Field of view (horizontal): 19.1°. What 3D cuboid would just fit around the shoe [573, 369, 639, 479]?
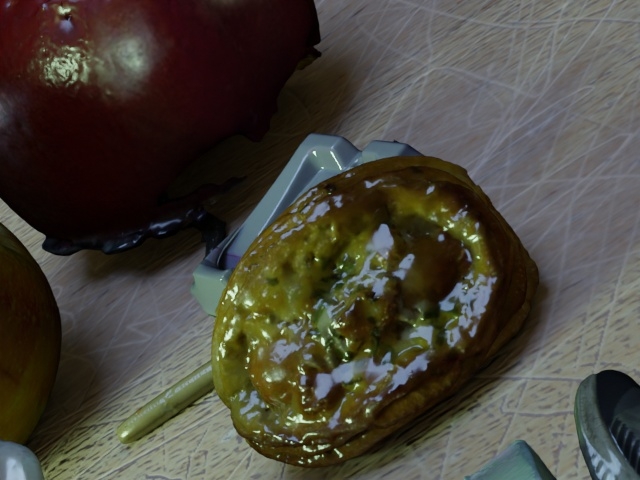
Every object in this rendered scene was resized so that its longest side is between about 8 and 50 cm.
[{"bbox_3d":[0.229,0.152,1.163,0.112,0.099,0.227,-27,34,12],"label":"shoe"}]

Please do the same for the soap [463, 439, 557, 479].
[{"bbox_3d":[0.056,0.240,1.189,0.261,0.094,0.150,-38,-2,4],"label":"soap"}]

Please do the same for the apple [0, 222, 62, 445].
[{"bbox_3d":[-0.440,0.102,1.803,0.374,0.374,0.384,-46,40,-10],"label":"apple"}]

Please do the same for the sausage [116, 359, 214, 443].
[{"bbox_3d":[-0.129,0.142,1.700,0.132,0.024,0.024,-35,28,11],"label":"sausage"}]

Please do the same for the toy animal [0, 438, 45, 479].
[{"bbox_3d":[-0.280,0.341,1.421,0.367,0.196,0.241,-52,28,-16],"label":"toy animal"}]

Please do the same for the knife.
[{"bbox_3d":[-0.137,-0.026,1.959,0.045,0.021,0.222,-45,28,-2],"label":"knife"}]

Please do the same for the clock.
[{"bbox_3d":[0.000,0.000,1.679,0.186,0.083,0.253,-50,28,-18],"label":"clock"}]

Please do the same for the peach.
[{"bbox_3d":[-0.199,-0.174,1.981,0.339,0.353,0.416,-54,-13,-50],"label":"peach"}]

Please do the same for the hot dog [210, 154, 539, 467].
[{"bbox_3d":[0.032,0.057,1.485,0.272,0.196,0.122,-36,-17,3],"label":"hot dog"}]
